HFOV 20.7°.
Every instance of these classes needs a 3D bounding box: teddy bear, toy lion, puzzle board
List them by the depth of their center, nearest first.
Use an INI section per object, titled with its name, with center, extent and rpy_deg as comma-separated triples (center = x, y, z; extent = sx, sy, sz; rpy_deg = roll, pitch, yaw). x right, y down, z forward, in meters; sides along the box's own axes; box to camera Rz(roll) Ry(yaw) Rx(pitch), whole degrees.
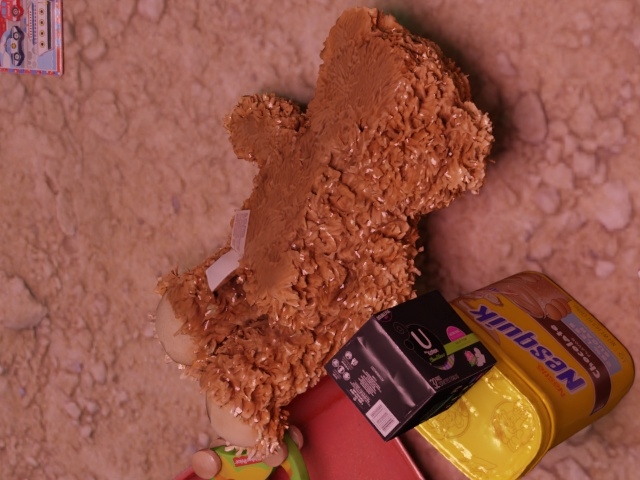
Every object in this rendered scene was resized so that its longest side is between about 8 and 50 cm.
[teddy bear]
center = 0.000, 0.000, 1.253
extent = 0.245, 0.113, 0.338
rpy_deg = 34, 104, 48
[toy lion]
center = -0.049, 0.194, 1.325
extent = 0.100, 0.034, 0.096
rpy_deg = -16, 98, 32
[puzzle board]
center = -0.253, -0.202, 1.440
extent = 0.096, 0.011, 0.128
rpy_deg = 6, 103, 30

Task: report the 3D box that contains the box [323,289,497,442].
[box]
center = 0.055, 0.075, 1.058
extent = 0.062, 0.083, 0.052
rpy_deg = 50, 121, 14

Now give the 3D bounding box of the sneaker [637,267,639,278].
[sneaker]
center = 0.287, 0.008, 1.122
extent = 0.170, 0.063, 0.075
rpy_deg = -37, 79, 36

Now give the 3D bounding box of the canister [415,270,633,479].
[canister]
center = 0.127, 0.086, 1.168
extent = 0.126, 0.170, 0.073
rpy_deg = 43, 118, 17

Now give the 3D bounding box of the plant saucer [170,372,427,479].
[plant saucer]
center = 0.009, 0.255, 1.344
extent = 0.259, 0.047, 0.258
rpy_deg = -38, 79, 30
